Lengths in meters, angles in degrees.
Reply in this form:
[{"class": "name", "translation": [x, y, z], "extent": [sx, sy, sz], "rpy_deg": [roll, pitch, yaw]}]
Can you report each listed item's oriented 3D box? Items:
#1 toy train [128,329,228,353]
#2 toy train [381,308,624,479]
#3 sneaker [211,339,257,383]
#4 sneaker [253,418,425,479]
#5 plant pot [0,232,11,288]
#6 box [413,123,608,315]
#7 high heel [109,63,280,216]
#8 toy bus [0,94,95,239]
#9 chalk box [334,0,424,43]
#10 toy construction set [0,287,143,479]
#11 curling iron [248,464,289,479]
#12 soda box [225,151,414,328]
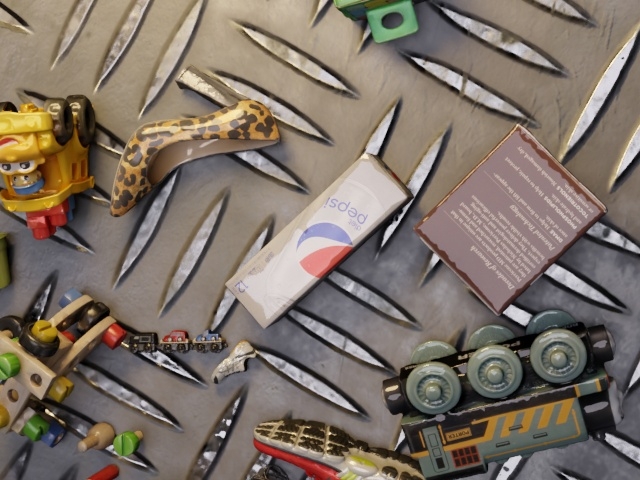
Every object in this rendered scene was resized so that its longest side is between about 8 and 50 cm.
[{"class": "toy train", "translation": [-0.218, 0.154, 1.757], "extent": [0.158, 0.027, 0.036], "rpy_deg": [-1, 81, 11]}, {"class": "toy train", "translation": [0.259, 0.221, 1.620], "extent": [0.333, 0.142, 0.190], "rpy_deg": [-16, 101, 9]}, {"class": "sneaker", "translation": [-0.131, 0.191, 1.738], "extent": [0.037, 0.032, 0.083], "rpy_deg": [43, 100, 7]}, {"class": "sneaker", "translation": [0.021, 0.350, 1.683], "extent": [0.279, 0.107, 0.118], "rpy_deg": [21, 105, 12]}, {"class": "plant pot", "translation": [-0.517, 0.037, 1.789], "extent": [0.083, 0.083, 0.079], "rpy_deg": [-12, 102, 11]}, {"class": "box", "translation": [0.261, -0.031, 1.584], "extent": [0.167, 0.168, 0.203], "rpy_deg": [45, 100, 5]}, {"class": "high heel", "translation": [-0.188, -0.113, 1.702], "extent": [0.186, 0.093, 0.261], "rpy_deg": [32, 89, 14]}, {"class": "toy bus", "translation": [-0.418, -0.104, 1.693], "extent": [0.149, 0.220, 0.212], "rpy_deg": [-3, 98, 6]}, {"class": "chalk box", "translation": [0.080, -0.390, 1.623], "extent": [0.132, 0.132, 0.213], "rpy_deg": [-15, 89, 12]}, {"class": "toy construction set", "translation": [-0.407, 0.238, 1.684], "extent": [0.257, 0.237, 0.309], "rpy_deg": [-31, 87, 14]}, {"class": "curling iron", "translation": [-0.172, 0.385, 1.753], "extent": [0.274, 0.035, 0.068], "rpy_deg": [-7, 87, 10]}, {"class": "soda box", "translation": [0.000, 0.000, 1.673], "extent": [0.286, 0.098, 0.091], "rpy_deg": [-42, 85, 9]}]
